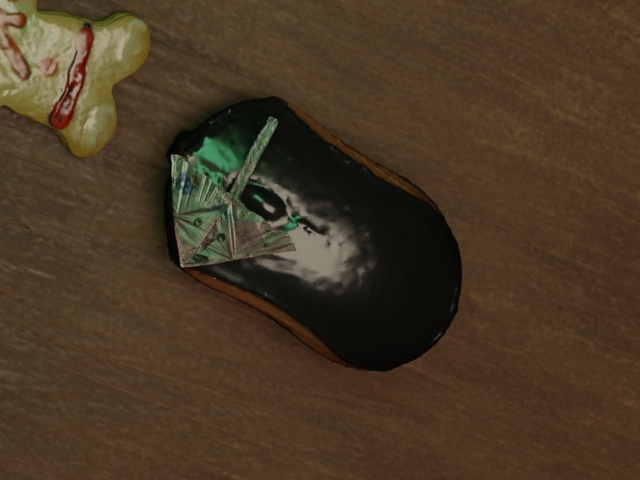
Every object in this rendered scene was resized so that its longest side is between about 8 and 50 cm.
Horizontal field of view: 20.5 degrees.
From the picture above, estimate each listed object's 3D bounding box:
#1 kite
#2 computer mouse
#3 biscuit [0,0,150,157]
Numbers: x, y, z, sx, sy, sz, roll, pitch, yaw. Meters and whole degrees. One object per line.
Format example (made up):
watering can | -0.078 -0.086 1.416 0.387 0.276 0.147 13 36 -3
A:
kite | -0.073 -0.036 1.531 0.137 0.005 0.152 38 95 1
computer mouse | 0.002 0.001 1.606 0.323 0.116 0.183 32 84 -24
biscuit | -0.269 -0.156 1.507 0.234 0.030 0.153 19 92 -25
